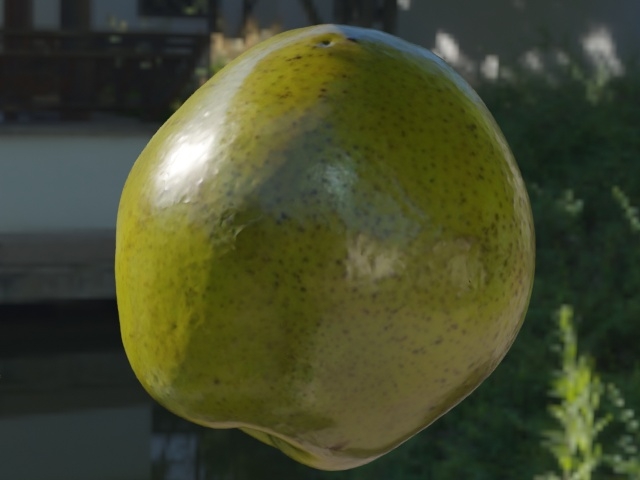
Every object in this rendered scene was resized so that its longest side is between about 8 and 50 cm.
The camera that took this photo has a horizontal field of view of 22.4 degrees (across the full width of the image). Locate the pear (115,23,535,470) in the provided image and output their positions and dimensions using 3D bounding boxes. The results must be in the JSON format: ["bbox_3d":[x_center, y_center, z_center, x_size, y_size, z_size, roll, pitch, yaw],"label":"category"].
[{"bbox_3d":[0.000,0.000,1.084,0.294,0.294,0.294,1,7,0],"label":"pear"}]
